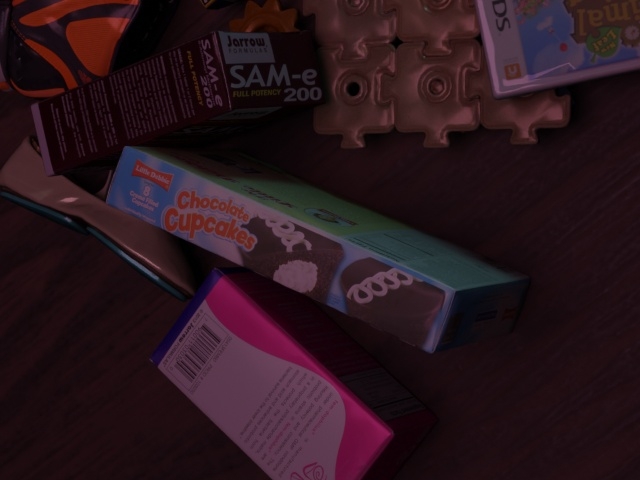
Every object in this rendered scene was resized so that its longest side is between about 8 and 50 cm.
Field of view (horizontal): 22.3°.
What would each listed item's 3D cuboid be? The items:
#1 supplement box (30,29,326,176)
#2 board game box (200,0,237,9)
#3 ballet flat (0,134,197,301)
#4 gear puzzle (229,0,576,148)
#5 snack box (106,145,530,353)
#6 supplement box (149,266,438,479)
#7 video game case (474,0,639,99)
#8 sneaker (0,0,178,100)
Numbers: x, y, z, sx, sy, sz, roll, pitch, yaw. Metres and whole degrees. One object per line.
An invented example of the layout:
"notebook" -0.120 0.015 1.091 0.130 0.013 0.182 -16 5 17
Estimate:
"supplement box" -0.129 -0.121 1.447 0.239 0.130 0.073 -16 86 40
"board game box" -0.068 -0.342 1.476 0.194 0.060 0.194 -35 76 23
"ballet flat" -0.202 -0.030 1.546 0.248 0.086 0.086 28 104 23
"gear puzzle" 0.067 -0.166 1.428 0.339 0.044 0.175 0 88 26
"snack box" 0.000 0.000 1.385 0.322 0.187 0.060 24 102 23
"supplement box" -0.023 0.133 1.442 0.220 0.114 0.111 43 108 19
"video game case" 0.226 -0.229 1.323 0.212 0.023 0.193 -11 87 7
"sneaker" -0.218 -0.288 1.530 0.180 0.124 0.321 9 106 21
